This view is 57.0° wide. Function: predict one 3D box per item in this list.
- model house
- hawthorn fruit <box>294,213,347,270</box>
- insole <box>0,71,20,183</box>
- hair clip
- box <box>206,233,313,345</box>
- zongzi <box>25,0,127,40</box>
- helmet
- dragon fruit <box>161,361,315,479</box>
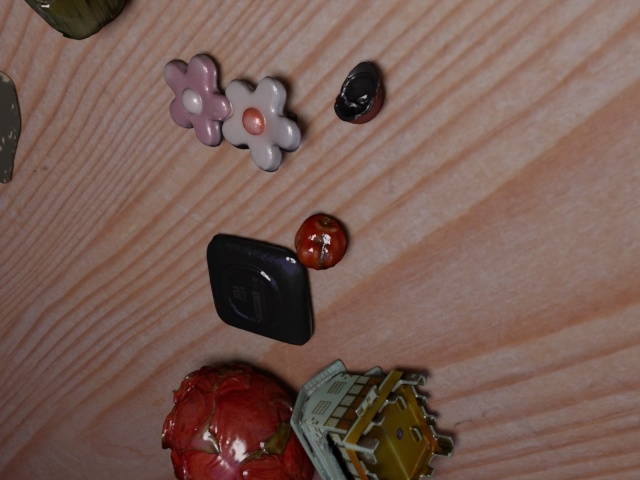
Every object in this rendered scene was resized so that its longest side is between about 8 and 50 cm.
[{"bbox_3d":[0.087,0.354,1.048,0.215,0.198,0.224,-3,122,45],"label":"model house"},{"bbox_3d":[0.000,0.000,0.936,0.093,0.093,0.093,12,124,18],"label":"hawthorn fruit"},{"bbox_3d":[-0.609,-0.209,1.128,0.081,0.011,0.248,33,128,4],"label":"insole"},{"bbox_3d":[-0.132,-0.196,0.884,0.257,0.075,0.146,21,131,17],"label":"hair clip"},{"bbox_3d":[-0.111,0.093,1.071,0.201,0.042,0.213,11,124,21],"label":"box"},{"bbox_3d":[-0.341,-0.418,0.695,0.323,0.160,0.360,58,162,-22],"label":"zongzi"},{"bbox_3d":[0.062,-0.194,0.803,0.065,0.049,0.084,42,108,38],"label":"helmet"},{"bbox_3d":[-0.154,0.391,1.136,0.342,0.277,0.277,42,130,18],"label":"dragon fruit"}]
